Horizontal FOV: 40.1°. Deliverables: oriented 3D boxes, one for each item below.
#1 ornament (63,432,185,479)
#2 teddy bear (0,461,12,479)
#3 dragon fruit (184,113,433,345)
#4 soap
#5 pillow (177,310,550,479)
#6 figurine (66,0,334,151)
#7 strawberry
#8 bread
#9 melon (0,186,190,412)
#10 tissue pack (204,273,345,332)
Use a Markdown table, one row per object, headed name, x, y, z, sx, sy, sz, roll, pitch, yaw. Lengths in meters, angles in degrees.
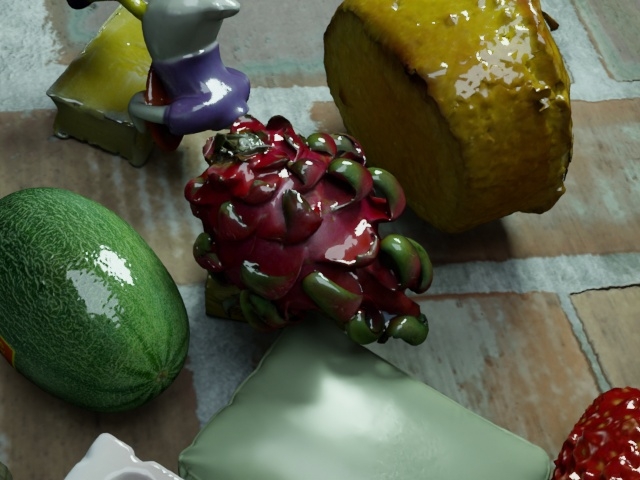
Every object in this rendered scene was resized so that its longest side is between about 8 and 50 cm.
| name | x | y | z | sx | sy | sz | roll | pitch | yaw |
| --- | --- | --- | --- | --- | --- | --- | --- | --- | --- |
| ornament | -0.141 | 0.343 | 0.677 | 0.240 | 0.239 | 0.239 | 29 | 54 | 9 |
| teddy bear | -0.313 | 0.243 | 0.743 | 0.177 | 0.190 | 0.140 | 31 | 47 | 4 |
| dragon fruit | -0.003 | -0.006 | 0.885 | 0.273 | 0.198 | 0.218 | 17 | 62 | 7 |
| soap | -0.249 | -0.219 | 1.171 | 0.135 | 0.076 | 0.233 | 21 | 53 | 4 |
| pillow | 0.048 | 0.233 | 0.876 | 0.322 | 0.119 | 0.255 | 31 | 53 | 12 |
| figurine | -0.126 | -0.191 | 1.045 | 0.420 | 0.193 | 0.154 | 56 | 41 | -8 |
| strawberry | 0.341 | 0.257 | 0.851 | 0.261 | 0.261 | 0.257 | 28 | 55 | 8 |
| bread | 0.147 | -0.182 | 1.076 | 0.204 | 0.336 | 0.358 | -24 | 54 | -18 |
| melon | -0.257 | 0.051 | 0.903 | 0.182 | 0.182 | 0.287 | -33 | 68 | -31 |
| tissue pack | -0.044 | 0.037 | 1.024 | 0.169 | 0.082 | 0.120 | 11 | 54 | -5 |
